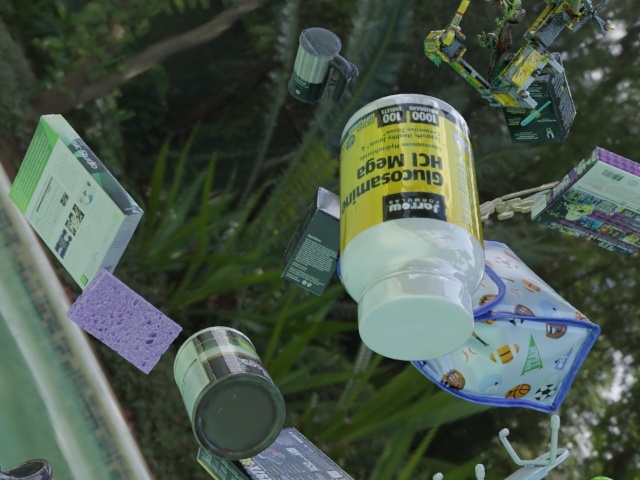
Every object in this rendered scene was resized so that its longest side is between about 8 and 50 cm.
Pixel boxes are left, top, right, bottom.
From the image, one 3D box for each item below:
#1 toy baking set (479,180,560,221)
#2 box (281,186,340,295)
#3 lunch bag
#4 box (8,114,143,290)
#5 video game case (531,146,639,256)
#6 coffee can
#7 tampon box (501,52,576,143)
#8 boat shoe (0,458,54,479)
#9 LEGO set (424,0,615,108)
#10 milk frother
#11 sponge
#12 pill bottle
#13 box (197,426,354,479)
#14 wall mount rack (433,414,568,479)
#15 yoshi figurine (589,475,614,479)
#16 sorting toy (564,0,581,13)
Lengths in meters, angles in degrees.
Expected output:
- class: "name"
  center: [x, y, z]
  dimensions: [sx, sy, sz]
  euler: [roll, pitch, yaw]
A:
- class: "toy baking set"
  center: [0.437, -0.075, 2.361]
  dimensions: [0.196, 0.256, 0.030]
  euler: [-6, -73, 46]
- class: "box"
  center: [0.000, 0.000, 2.008]
  dimensions: [0.093, 0.158, 0.156]
  euler: [26, 18, -7]
- class: "lunch bag"
  center: [0.254, 0.128, 1.890]
  dimensions: [0.328, 0.385, 0.239]
  euler: [49, -56, 54]
- class: "box"
  center: [-0.527, -0.079, 2.198]
  dimensions: [0.322, 0.058, 0.232]
  euler: [47, -57, 20]
- class: "video game case"
  center: [0.553, -0.067, 1.946]
  dimensions: [0.210, 0.232, 0.042]
  euler: [129, -25, -50]
- class: "coffee can"
  center: [-0.208, 0.333, 2.295]
  dimensions: [0.201, 0.201, 0.275]
  euler: [67, -8, -22]
- class: "tampon box"
  center: [0.452, -0.297, 2.169]
  dimensions: [0.120, 0.101, 0.161]
  euler: [2, -44, 32]
- class: "boat shoe"
  center: [-0.643, 0.472, 1.956]
  dimensions: [0.355, 0.132, 0.130]
  euler: [-21, 102, -63]
- class: "LEGO set"
  center: [0.375, -0.402, 1.932]
  dimensions: [0.255, 0.331, 0.192]
  euler: [48, -7, -18]
- class: "milk frother"
  center: [0.016, -0.366, 2.100]
  dimensions: [0.129, 0.143, 0.135]
  euler: [23, -37, 1]
- class: "sponge"
  center: [-0.385, 0.160, 2.032]
  dimensions: [0.210, 0.117, 0.031]
  euler: [42, -7, -30]
- class: "pill bottle"
  center: [0.118, -0.019, 1.362]
  dimensions: [0.188, 0.188, 0.334]
  euler: [76, 11, -50]
- class: "box"
  center: [-0.087, 0.527, 2.304]
  dimensions: [0.322, 0.257, 0.079]
  euler: [30, -68, 49]
- class: "wall mount rack"
  center: [0.395, 0.495, 2.238]
  dimensions: [0.130, 0.350, 0.304]
  euler: [60, -20, 5]
- class: "yoshi figurine"
  center: [0.671, 0.559, 1.949]
  dimensions: [0.362, 0.203, 0.203]
  euler: [20, -74, 21]
- class: "sorting toy"
  center: [0.300, -0.444, 1.546]
  dimensions: [0.229, 0.041, 0.307]
  euler: [31, 3, 11]
